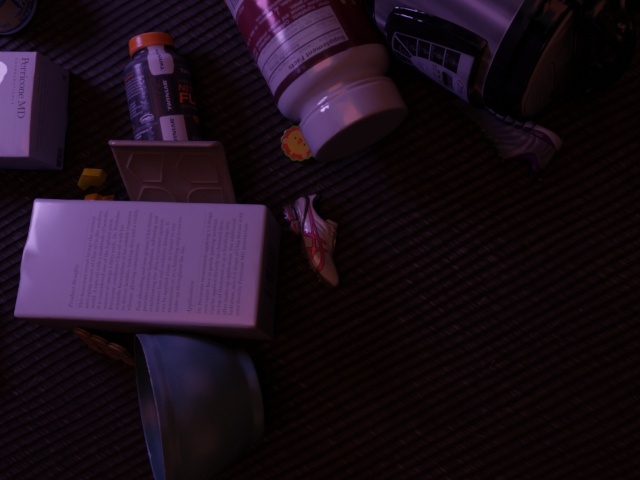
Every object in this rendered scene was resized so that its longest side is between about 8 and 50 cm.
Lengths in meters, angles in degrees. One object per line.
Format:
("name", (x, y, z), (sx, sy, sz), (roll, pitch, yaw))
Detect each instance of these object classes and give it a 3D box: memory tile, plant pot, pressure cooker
("memory tile", (-0.411, 0.207, 1.580), (0.113, 0.148, 0.012), (22, 71, 8))
("plant pot", (-0.216, 0.299, 1.496), (0.196, 0.293, 0.293), (-8, 85, -18))
("pressure cooker", (0.329, -0.406, 1.352), (0.420, 0.370, 0.375), (39, 133, 18))

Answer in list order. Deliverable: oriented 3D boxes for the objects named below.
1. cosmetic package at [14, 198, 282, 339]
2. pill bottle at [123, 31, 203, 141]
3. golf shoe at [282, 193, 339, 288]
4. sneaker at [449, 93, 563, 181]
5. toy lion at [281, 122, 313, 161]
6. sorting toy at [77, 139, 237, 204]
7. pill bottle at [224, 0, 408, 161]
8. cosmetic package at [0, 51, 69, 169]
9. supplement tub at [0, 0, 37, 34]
("cosmetic package", (-0.313, 0.056, 1.543), (0.453, 0.161, 0.230), (3, 75, 9))
("pill bottle", (-0.308, -0.273, 1.594), (0.130, 0.130, 0.246), (-12, 86, 8))
("golf shoe", (0.000, 0.000, 1.563), (0.086, 0.067, 0.186), (-26, 83, 5))
("sneaker", (0.328, -0.195, 1.516), (0.223, 0.083, 0.098), (27, 96, 9))
("toy lion", (-0.023, -0.192, 1.597), (0.100, 0.034, 0.096), (32, 99, 9))
("sorting toy", (-0.314, -0.115, 1.557), (0.307, 0.229, 0.041), (2, 52, 9))
("pill bottle", (-0.011, -0.358, 1.494), (0.224, 0.224, 0.392), (-28, 80, 7))
("cosmetic package", (-0.713, -0.256, 1.644), (0.385, 0.156, 0.217), (0, 85, 10))
("supplement tub", (-0.670, -0.502, 1.627), (0.144, 0.199, 0.144), (0, 87, 9))
